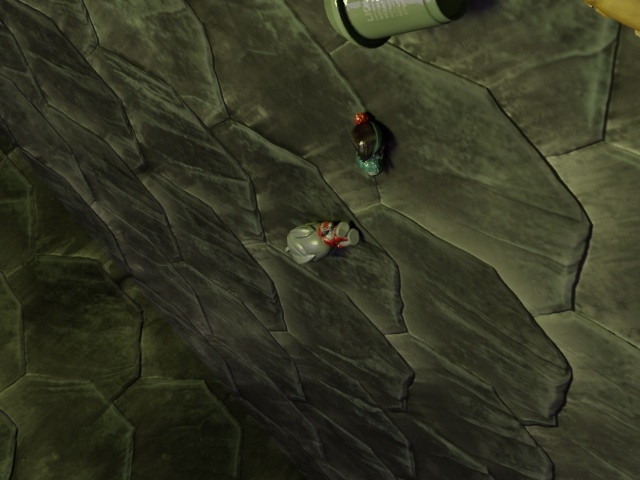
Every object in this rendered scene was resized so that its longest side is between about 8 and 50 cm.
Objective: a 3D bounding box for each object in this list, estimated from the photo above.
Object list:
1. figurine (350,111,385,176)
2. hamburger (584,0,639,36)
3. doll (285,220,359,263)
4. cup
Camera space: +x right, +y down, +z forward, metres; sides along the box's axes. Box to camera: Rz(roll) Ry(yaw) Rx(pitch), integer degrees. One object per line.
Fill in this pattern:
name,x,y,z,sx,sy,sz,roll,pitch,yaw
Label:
figurine,0.069,-0.135,1.375,0.106,0.047,0.060,77,178,-62
hamburger,0.230,-0.267,0.604,0.445,0.287,0.268,45,159,5
doll,0.000,0.000,1.677,0.094,0.079,0.180,31,152,-30
cup,0.086,-0.275,1.040,0.141,0.120,0.120,3,134,44
